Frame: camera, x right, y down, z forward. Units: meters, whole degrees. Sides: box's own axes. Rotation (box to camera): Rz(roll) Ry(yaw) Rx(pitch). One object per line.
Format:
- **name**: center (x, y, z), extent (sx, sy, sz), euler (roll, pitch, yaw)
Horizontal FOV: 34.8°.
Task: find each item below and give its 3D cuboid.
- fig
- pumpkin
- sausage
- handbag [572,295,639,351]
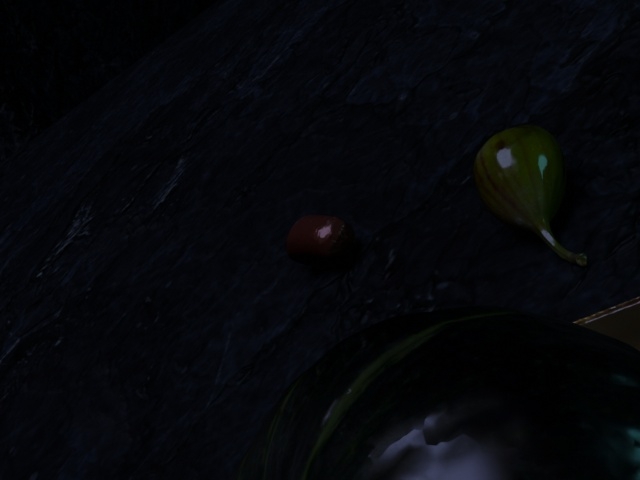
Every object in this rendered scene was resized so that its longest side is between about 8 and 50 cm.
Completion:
- **fig**: center (0.184, -0.041, 0.925), extent (0.093, 0.093, 0.166), euler (-31, 28, 24)
- **pumpkin**: center (0.069, 0.189, 0.472), extent (0.323, 0.241, 0.323), euler (-29, 57, 59)
- **sausage**: center (0.000, -0.001, 1.162), extent (0.094, 0.059, 0.054), euler (-1, 69, 53)
- **handbag**: center (0.187, 0.105, 0.638), extent (0.190, 0.127, 0.063), euler (-27, 30, 30)
